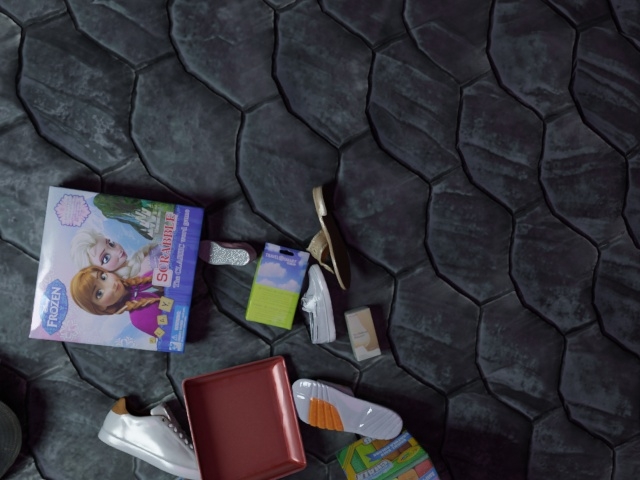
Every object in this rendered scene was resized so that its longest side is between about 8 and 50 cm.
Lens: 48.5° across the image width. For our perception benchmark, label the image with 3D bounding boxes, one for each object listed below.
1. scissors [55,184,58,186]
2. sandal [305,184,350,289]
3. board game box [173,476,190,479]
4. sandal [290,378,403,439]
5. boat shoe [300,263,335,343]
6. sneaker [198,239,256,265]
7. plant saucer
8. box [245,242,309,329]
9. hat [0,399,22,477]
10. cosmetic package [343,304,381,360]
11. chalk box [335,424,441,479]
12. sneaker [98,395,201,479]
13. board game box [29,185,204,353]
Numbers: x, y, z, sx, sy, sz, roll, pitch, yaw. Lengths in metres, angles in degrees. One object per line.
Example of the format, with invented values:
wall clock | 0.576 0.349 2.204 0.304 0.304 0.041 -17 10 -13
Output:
scissors | -0.485 0.018 1.528 0.297 0.021 0.109 43 87 -13
sandal | 0.002 0.000 1.609 0.079 0.088 0.240 -13 90 22
board game box | -0.245 0.562 1.616 0.154 0.026 0.103 43 85 -11
sandal | 0.057 0.387 1.634 0.265 0.076 0.102 19 99 2
boat shoe | -0.012 0.147 1.615 0.063 0.066 0.184 -12 106 -11
sneaker | -0.205 0.027 1.575 0.134 0.070 0.051 10 100 18
plant saucer | -0.169 0.402 1.544 0.259 0.048 0.258 -8 82 -36
box | -0.097 0.101 1.600 0.109 0.042 0.178 14 91 -13
hat | -0.768 0.421 1.394 0.331 0.134 0.331 0 117 0
cosmetic package | 0.096 0.214 1.648 0.060 0.041 0.115 -17 98 -9
chalk box | 0.172 0.551 1.563 0.180 0.289 0.179 -28 99 -8
sneaker | -0.325 0.426 1.538 0.290 0.106 0.123 24 83 -3
board game box | -0.425 0.063 1.501 0.318 0.066 0.319 7 92 -12
